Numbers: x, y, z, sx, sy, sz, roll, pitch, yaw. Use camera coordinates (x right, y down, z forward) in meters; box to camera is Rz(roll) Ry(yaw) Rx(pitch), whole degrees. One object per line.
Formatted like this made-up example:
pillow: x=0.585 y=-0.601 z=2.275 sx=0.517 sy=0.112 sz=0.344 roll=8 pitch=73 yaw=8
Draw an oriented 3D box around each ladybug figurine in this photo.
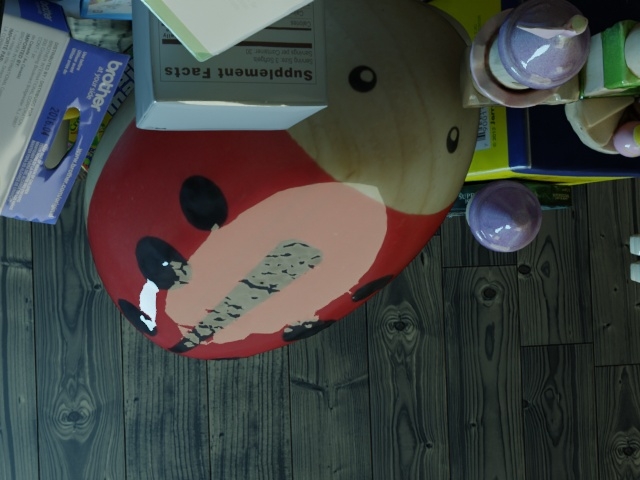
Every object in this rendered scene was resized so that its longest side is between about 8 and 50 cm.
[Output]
ladybug figurine: x=-0.045 y=-0.025 z=0.879 sx=0.305 sy=0.162 sz=0.449 roll=24 pitch=133 yaw=-26

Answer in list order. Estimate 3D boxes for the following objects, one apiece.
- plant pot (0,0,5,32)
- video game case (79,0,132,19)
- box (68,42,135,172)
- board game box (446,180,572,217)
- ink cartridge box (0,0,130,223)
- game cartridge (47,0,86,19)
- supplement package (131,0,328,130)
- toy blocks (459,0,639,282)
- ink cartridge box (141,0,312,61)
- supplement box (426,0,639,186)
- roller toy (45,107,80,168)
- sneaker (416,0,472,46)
plant pot: x=-0.288 y=-0.165 z=0.516 sx=0.166 sy=0.188 sz=0.187 roll=11 pitch=-177 yaw=18
video game case: x=-0.113 y=-0.189 z=0.733 sx=0.119 sy=0.015 sz=0.166 roll=-2 pitch=179 yaw=-17
box: x=-0.148 y=-0.078 z=1.203 sx=0.177 sy=0.279 sz=0.290 roll=-42 pitch=-179 yaw=-3
board game box: x=0.160 y=-0.042 z=1.073 sx=0.186 sy=0.026 sz=0.126 roll=-4 pitch=178 yaw=40
ink cartridge box: x=-0.327 y=-0.124 z=0.764 sx=0.311 sy=0.186 sz=0.065 roll=14 pitch=-149 yaw=-29
game cartridge: x=-0.090 y=-0.223 z=0.771 sx=0.297 sy=0.062 sz=0.198 roll=-2 pitch=-177 yaw=-1
supplement package: x=-0.060 y=-0.162 z=0.605 sx=0.105 sy=0.179 sz=0.105 roll=-2 pitch=179 yaw=-17
toy blocks: x=0.238 y=-0.107 z=0.643 sx=0.288 sy=0.309 sz=0.260 roll=-3 pitch=-175 yaw=-3
ink cartridge box: x=-0.009 y=-0.195 z=0.433 sx=0.235 sy=0.056 sz=0.171 roll=-25 pitch=138 yaw=20
supplement box: x=0.167 y=-0.153 z=1.111 sx=0.194 sy=0.195 sz=0.356 roll=-1 pitch=178 yaw=-35
roller toy: x=-0.330 y=-0.144 z=0.923 sx=0.191 sy=0.146 sz=0.209 roll=-6 pitch=-151 yaw=-31
sneaker: x=-0.017 y=-0.166 z=0.907 sx=0.295 sy=0.105 sz=0.147 roll=11 pitch=-156 yaw=32
